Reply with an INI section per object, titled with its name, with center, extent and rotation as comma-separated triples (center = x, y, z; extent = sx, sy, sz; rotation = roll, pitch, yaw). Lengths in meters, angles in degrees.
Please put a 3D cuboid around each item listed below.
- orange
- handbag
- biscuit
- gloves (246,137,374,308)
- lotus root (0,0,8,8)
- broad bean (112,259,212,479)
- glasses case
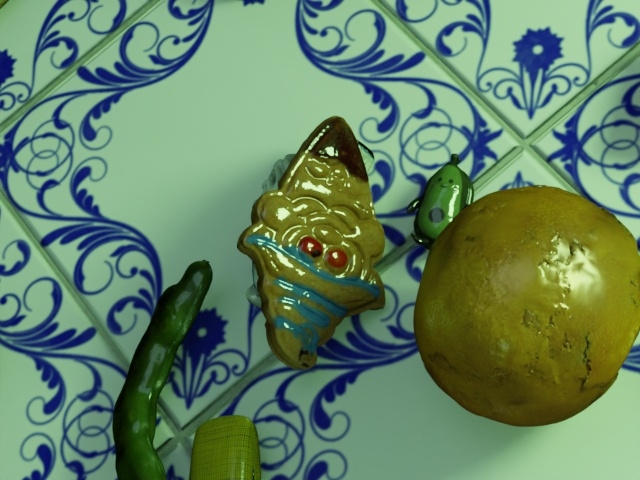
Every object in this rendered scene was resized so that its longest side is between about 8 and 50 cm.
[orange]
center = 0.204, 0.064, 1.507
extent = 0.240, 0.240, 0.240
rotation = -7, 64, 15
[handbag]
center = 0.135, -0.040, 1.685
extent = 0.072, 0.047, 0.111
rotation = 8, 71, 21
[biscuit]
center = 0.000, 0.000, 1.646
extent = 0.043, 0.183, 0.280
rotation = -6, 68, 59
[gloves]
center = -0.020, -0.023, 1.704
extent = 0.119, 0.097, 0.229
rotation = 32, 65, 0
[lotus root]
center = -0.505, -0.297, 1.998
extent = 0.258, 0.097, 0.110
rotation = -38, 57, -5
[broad bean]
center = -0.170, 0.166, 1.668
extent = 0.144, 0.049, 0.292
rotation = -24, 51, 36
[glasses case]
center = -0.099, 0.296, 1.594
extent = 0.079, 0.064, 0.234
rotation = -17, 59, 28
